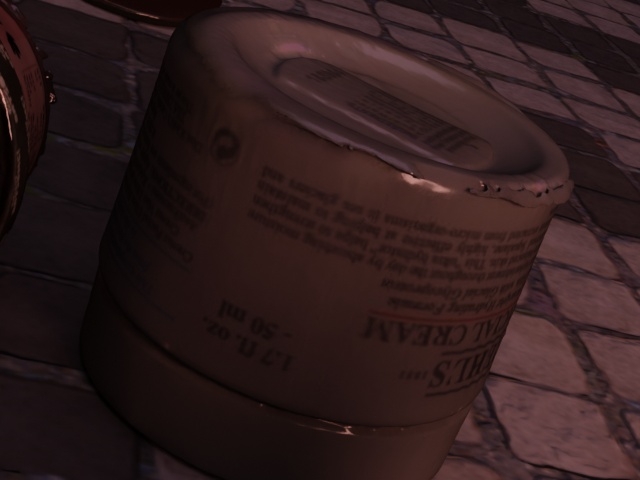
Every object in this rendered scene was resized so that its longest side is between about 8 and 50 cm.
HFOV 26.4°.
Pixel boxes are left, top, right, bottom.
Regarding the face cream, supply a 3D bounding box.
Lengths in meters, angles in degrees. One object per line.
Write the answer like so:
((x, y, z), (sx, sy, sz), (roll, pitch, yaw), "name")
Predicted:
((0.000, 0.000, 0.583), (0.177, 0.153, 0.177), (18, 24, -8), "face cream")

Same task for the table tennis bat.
((-0.139, -0.221, 1.139), (0.131, 0.022, 0.234), (21, 24, 2), "table tennis bat")

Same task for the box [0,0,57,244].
((-0.182, -0.050, 0.559), (0.151, 0.151, 0.135), (20, 14, -1), "box")
